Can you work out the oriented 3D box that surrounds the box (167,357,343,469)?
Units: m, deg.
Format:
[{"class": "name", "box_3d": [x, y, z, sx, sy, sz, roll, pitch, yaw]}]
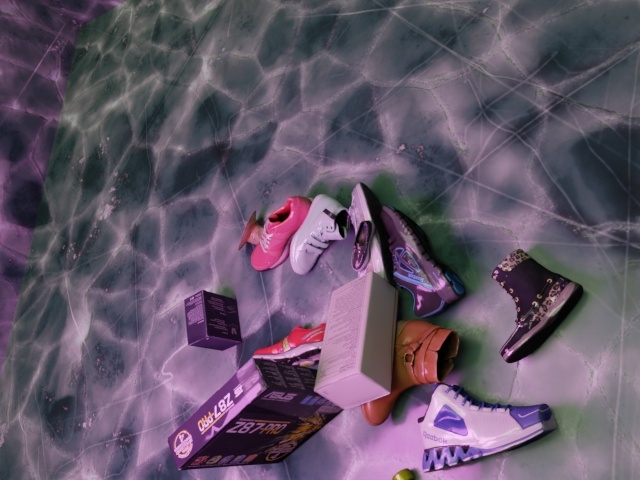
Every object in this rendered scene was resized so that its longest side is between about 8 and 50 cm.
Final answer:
[{"class": "box", "box_3d": [-0.134, 0.447, 1.404, 0.318, 0.394, 0.097, -45, 54, 13]}]

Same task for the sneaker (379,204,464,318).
[{"class": "sneaker", "box_3d": [0.229, 0.046, 1.458, 0.139, 0.125, 0.341, -44, 51, 21]}]

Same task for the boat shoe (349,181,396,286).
[{"class": "boat shoe", "box_3d": [0.130, -0.012, 1.558, 0.103, 0.118, 0.321, -21, 70, 25]}]

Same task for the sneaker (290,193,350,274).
[{"class": "sneaker", "box_3d": [0.000, -0.001, 1.628, 0.151, 0.094, 0.256, 32, 104, 53]}]

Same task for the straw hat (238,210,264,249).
[{"class": "straw hat", "box_3d": [-0.217, -0.022, 1.842, 0.061, 0.144, 0.145, 24, 88, 1]}]

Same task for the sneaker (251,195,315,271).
[{"class": "sneaker", "box_3d": [-0.140, -0.031, 1.737, 0.314, 0.136, 0.116, -47, 52, 21]}]

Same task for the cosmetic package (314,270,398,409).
[{"class": "cosmetic package", "box_3d": [0.097, 0.246, 1.398, 0.160, 0.113, 0.310, -32, 32, 38]}]

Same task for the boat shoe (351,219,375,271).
[{"class": "boat shoe", "box_3d": [0.107, 0.013, 1.481, 0.049, 0.040, 0.142, 16, 94, 35]}]

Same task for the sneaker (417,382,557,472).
[{"class": "sneaker", "box_3d": [0.341, 0.394, 1.247, 0.315, 0.127, 0.182, -30, 61, 26]}]

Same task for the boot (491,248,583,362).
[{"class": "boot", "box_3d": [0.459, 0.148, 1.280, 0.236, 0.085, 0.178, -48, 50, 4]}]

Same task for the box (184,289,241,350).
[{"class": "box", "box_3d": [-0.346, 0.259, 1.778, 0.093, 0.156, 0.158, -27, 60, 27]}]

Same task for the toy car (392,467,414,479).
[{"class": "toy car", "box_3d": [0.166, 0.622, 1.253, 0.149, 0.188, 0.155, -47, 53, 13]}]

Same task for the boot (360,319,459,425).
[{"class": "boot", "box_3d": [0.220, 0.330, 1.345, 0.220, 0.109, 0.284, -2, 58, 56]}]

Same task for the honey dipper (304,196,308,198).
[{"class": "honey dipper", "box_3d": [0.002, -0.108, 1.742, 0.160, 0.030, 0.031, 27, 90, 43]}]

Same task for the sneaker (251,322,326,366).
[{"class": "sneaker", "box_3d": [-0.074, 0.310, 1.619, 0.278, 0.107, 0.118, -18, 45, 27]}]
